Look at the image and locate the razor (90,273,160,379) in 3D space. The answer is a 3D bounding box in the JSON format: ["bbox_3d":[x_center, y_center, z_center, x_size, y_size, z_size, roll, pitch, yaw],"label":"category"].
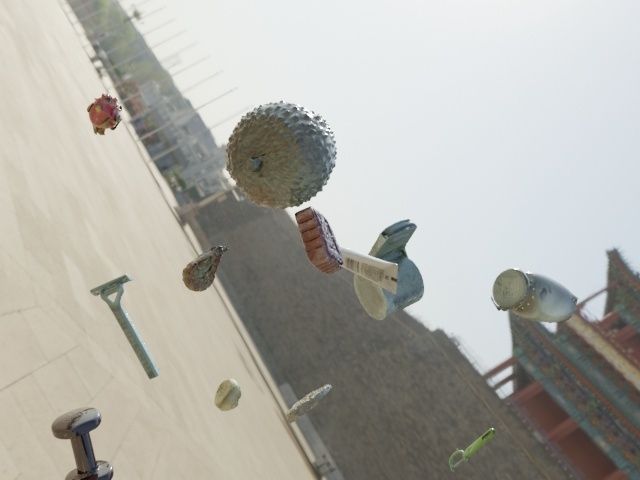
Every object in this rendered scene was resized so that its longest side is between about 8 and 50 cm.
[{"bbox_3d":[-0.491,0.232,1.567,0.056,0.111,0.277,-51,117,-81],"label":"razor"}]

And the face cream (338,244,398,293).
[{"bbox_3d":[0.129,0.073,1.755,0.244,0.058,0.092,24,-56,42],"label":"face cream"}]

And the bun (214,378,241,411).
[{"bbox_3d":[-0.233,0.399,1.553,0.055,0.086,0.086,36,1,-24],"label":"bun"}]

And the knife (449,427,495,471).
[{"bbox_3d":[0.452,0.618,1.818,0.015,0.212,0.054,19,36,-23],"label":"knife"}]

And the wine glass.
[{"bbox_3d":[0.498,0.131,1.405,0.204,0.111,0.111,17,17,-31],"label":"wine glass"}]

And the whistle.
[{"bbox_3d":[0.225,0.091,2.025,0.188,0.168,0.404,36,-40,48],"label":"whistle"}]

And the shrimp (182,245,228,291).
[{"bbox_3d":[-0.324,0.073,1.721,0.043,0.184,0.091,-17,-61,47],"label":"shrimp"}]

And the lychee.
[{"bbox_3d":[-0.088,-0.200,1.420,0.255,0.255,0.274,60,27,-3],"label":"lychee"}]

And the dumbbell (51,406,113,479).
[{"bbox_3d":[-0.696,0.614,1.774,0.124,0.140,0.225,6,-73,45],"label":"dumbbell"}]

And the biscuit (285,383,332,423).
[{"bbox_3d":[-0.026,0.459,1.734,0.038,0.141,0.290,55,-1,10],"label":"biscuit"}]

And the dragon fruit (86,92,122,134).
[{"bbox_3d":[-0.571,-0.328,1.592,0.086,0.116,0.081,35,40,-21],"label":"dragon fruit"}]

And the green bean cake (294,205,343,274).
[{"bbox_3d":[0.000,0.000,1.351,0.135,0.056,0.136,69,11,20],"label":"green bean cake"}]
